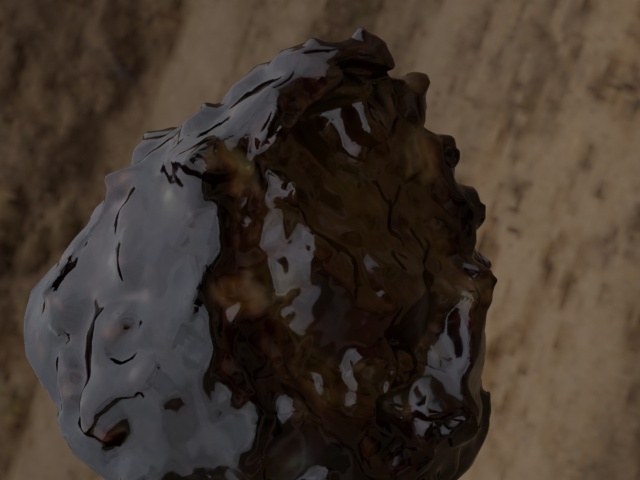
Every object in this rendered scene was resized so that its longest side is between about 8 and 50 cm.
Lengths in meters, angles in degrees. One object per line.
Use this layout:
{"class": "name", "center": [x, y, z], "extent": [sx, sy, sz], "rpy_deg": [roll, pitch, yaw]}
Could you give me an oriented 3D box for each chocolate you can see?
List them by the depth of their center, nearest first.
{"class": "chocolate", "center": [0.000, 0.000, 0.775], "extent": [0.224, 0.206, 0.177], "rpy_deg": [-38, -23, -46]}
